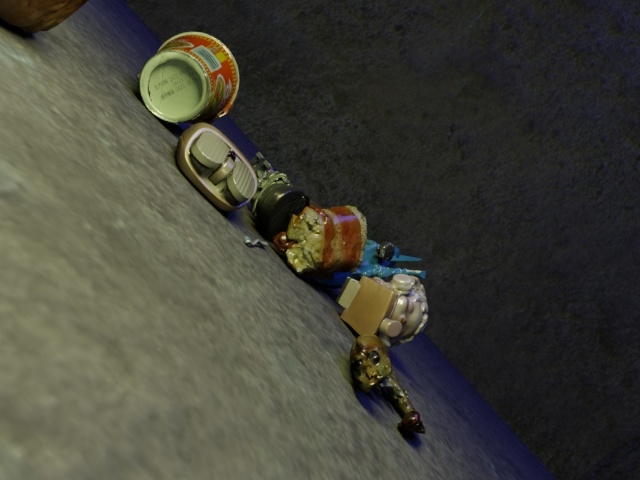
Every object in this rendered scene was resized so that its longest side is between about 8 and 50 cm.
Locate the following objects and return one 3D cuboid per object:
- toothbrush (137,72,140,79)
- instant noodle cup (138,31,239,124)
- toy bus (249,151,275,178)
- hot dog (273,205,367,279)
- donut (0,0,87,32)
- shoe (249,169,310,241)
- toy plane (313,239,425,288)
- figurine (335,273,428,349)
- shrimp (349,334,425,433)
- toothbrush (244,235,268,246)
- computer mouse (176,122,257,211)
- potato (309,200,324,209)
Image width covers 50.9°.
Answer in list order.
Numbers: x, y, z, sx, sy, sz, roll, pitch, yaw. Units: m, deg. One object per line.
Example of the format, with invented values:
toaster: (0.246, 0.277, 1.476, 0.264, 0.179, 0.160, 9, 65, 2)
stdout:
toothbrush: (-0.341, -0.323, 1.588, 0.030, 0.025, 0.342, 52, 4, 17)
instant noodle cup: (-0.260, -0.303, 1.302, 0.193, 0.193, 0.212, 47, 12, -13)
toy bus: (-0.133, -0.133, 1.529, 0.098, 0.087, 0.178, 53, 0, -22)
hot dog: (0.000, 0.000, 1.262, 0.213, 0.146, 0.103, 6, 7, -44)
donut: (-0.385, -0.380, 0.746, 0.317, 0.150, 0.299, 46, 4, -34)
shoe: (-0.099, -0.081, 1.308, 0.149, 0.109, 0.293, 45, 0, 13)
toy plane: (0.087, 0.045, 1.423, 0.254, 0.104, 0.271, 16, 12, 42)
figurine: (0.142, 0.140, 1.314, 0.141, 0.162, 0.237, 28, 2, 34)
shrimp: (0.096, 0.209, 0.947, 0.173, 0.058, 0.253, 57, 3, 3)
toothbrush: (-0.101, 0.004, 1.069, 0.131, 0.011, 0.013, 26, 43, -81)
computer mouse: (-0.169, -0.126, 1.106, 0.145, 0.082, 0.236, 47, 3, -17)
potato: (-0.019, -0.030, 1.638, 0.299, 0.116, 0.239, 48, 8, 21)
